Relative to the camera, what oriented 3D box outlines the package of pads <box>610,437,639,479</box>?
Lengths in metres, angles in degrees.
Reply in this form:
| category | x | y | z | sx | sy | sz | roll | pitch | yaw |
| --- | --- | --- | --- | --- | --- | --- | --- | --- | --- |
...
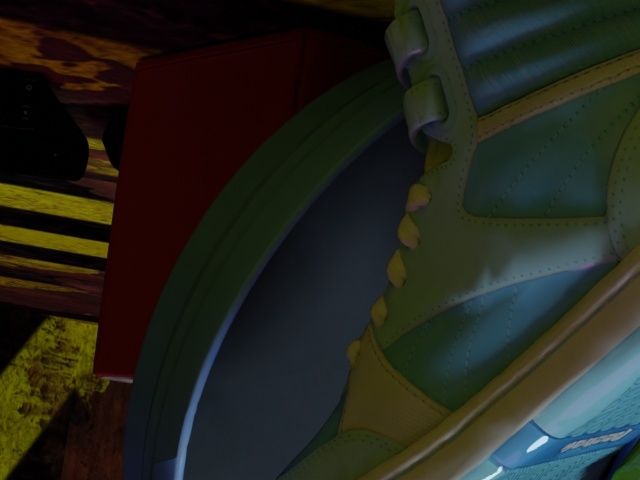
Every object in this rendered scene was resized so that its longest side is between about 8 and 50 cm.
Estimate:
| category | x | y | z | sx | sy | sz | roll | pitch | yaw |
| --- | --- | --- | --- | --- | --- | --- | --- | --- | --- |
| package of pads | 0.249 | 0.076 | 0.922 | 0.101 | 0.296 | 0.229 | 39 | 164 | 17 |

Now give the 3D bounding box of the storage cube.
| category | x | y | z | sx | sy | sz | roll | pitch | yaw |
| --- | --- | --- | --- | --- | --- | --- | --- | --- | --- |
| storage cube | 0.000 | 0.000 | 1.097 | 0.183 | 0.193 | 0.215 | 13 | 171 | -34 |

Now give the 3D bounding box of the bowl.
| category | x | y | z | sx | sy | sz | roll | pitch | yaw |
| --- | --- | --- | --- | --- | --- | --- | --- | --- | --- |
| bowl | 0.073 | 0.084 | 0.970 | 0.391 | 0.391 | 0.077 | 14 | -171 | -39 |

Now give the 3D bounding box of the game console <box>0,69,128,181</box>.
| category | x | y | z | sx | sy | sz | roll | pitch | yaw |
| --- | --- | --- | --- | --- | --- | --- | --- | --- | --- |
| game console | -0.130 | -0.067 | 1.310 | 0.361 | 0.044 | 0.213 | 7 | 173 | 2 |

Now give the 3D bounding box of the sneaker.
| category | x | y | z | sx | sy | sz | roll | pitch | yaw |
| --- | --- | --- | --- | --- | --- | --- | --- | --- | --- |
| sneaker | 0.062 | 0.000 | 0.809 | 0.319 | 0.208 | 0.127 | -40 | 158 | 26 |
